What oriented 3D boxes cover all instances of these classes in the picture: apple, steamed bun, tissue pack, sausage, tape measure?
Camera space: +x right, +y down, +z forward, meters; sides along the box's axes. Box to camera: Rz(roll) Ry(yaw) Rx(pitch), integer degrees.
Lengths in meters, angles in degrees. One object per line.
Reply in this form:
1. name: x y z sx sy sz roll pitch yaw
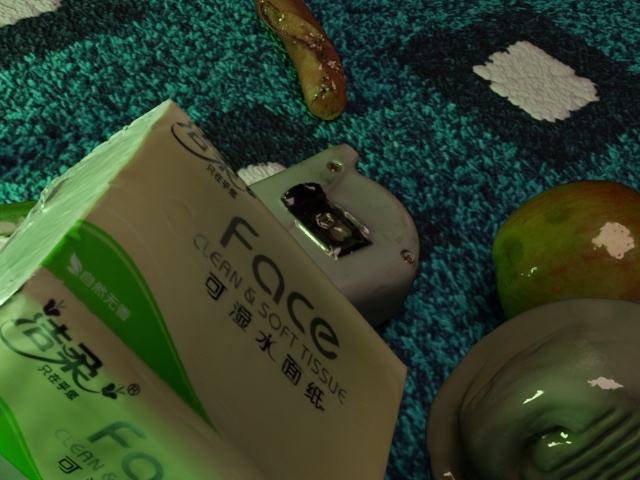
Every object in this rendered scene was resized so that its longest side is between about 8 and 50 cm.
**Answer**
1. apple: 0.342 0.048 1.342 0.226 0.246 0.246 -20 46 7
2. steamed bun: 0.305 0.197 1.079 0.368 0.342 0.255 24 42 -13
3. tissue pack: -0.122 0.120 0.979 0.405 0.205 0.331 49 31 -19
4. sausage: -0.029 -0.324 1.714 0.087 0.079 0.326 -23 51 -3
5. tape measure: 0.000 0.000 1.345 0.258 0.130 0.265 -26 57 -39

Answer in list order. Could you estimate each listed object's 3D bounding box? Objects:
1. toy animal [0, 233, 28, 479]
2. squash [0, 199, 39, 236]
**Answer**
1. toy animal: -0.347 0.125 1.055 0.213 0.212 0.266 2 49 -14
2. squash: -0.375 0.003 1.251 0.379 0.101 0.101 -10 48 -24
